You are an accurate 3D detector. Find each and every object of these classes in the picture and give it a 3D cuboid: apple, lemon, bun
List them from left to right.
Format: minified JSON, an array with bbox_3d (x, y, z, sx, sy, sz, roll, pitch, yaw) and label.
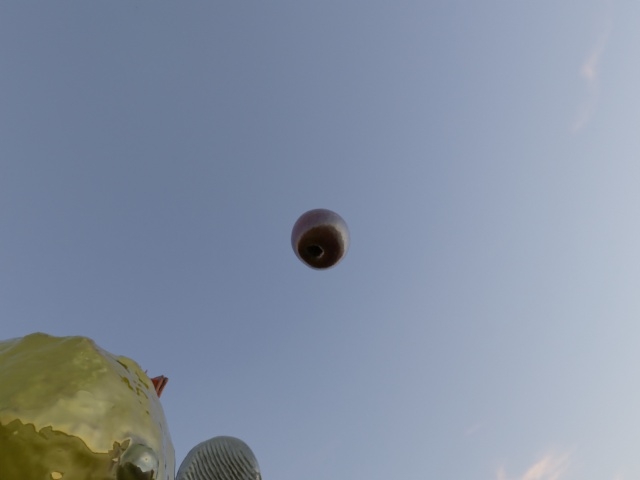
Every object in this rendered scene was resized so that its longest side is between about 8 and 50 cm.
[{"bbox_3d":[-0.245,0.192,0.325,0.288,0.234,0.233,-19,-52,23],"label":"lemon"},{"bbox_3d":[-0.196,0.487,0.835,0.166,0.173,0.113,-8,-48,-7],"label":"bun"},{"bbox_3d":[0.000,0.000,1.225,0.180,0.168,0.181,5,-58,9],"label":"apple"}]

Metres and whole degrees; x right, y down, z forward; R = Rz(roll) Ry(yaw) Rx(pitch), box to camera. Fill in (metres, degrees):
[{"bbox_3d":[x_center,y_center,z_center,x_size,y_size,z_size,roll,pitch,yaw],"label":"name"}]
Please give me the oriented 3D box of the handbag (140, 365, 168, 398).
[{"bbox_3d":[-0.602,0.584,1.257,0.116,0.304,0.410,27,-49,-15],"label":"handbag"}]
